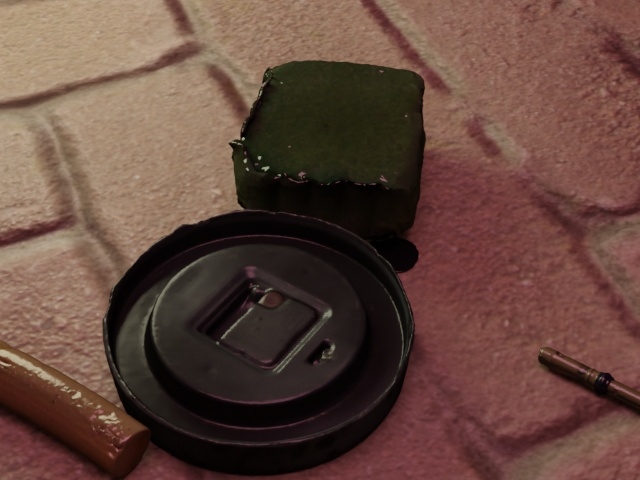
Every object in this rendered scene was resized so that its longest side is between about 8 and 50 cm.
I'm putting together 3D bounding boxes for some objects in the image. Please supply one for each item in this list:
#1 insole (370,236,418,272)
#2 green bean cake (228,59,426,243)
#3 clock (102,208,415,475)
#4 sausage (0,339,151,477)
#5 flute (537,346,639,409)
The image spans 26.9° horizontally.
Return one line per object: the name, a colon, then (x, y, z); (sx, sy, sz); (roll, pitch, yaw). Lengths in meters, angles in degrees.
insole: (0.000, 0.000, 1.554); (0.232, 0.003, 0.080); (9, 45, 8)
green bean cake: (0.012, -0.104, 1.575); (0.222, 0.125, 0.227); (8, 44, 4)
clock: (-0.064, 0.100, 1.402); (0.325, 0.067, 0.325); (0, 45, 0)
sausage: (-0.303, 0.148, 1.357); (0.301, 0.066, 0.066); (26, 49, 21)
flute: (0.328, 0.165, 1.373); (0.233, 0.027, 0.027); (25, 49, 24)
